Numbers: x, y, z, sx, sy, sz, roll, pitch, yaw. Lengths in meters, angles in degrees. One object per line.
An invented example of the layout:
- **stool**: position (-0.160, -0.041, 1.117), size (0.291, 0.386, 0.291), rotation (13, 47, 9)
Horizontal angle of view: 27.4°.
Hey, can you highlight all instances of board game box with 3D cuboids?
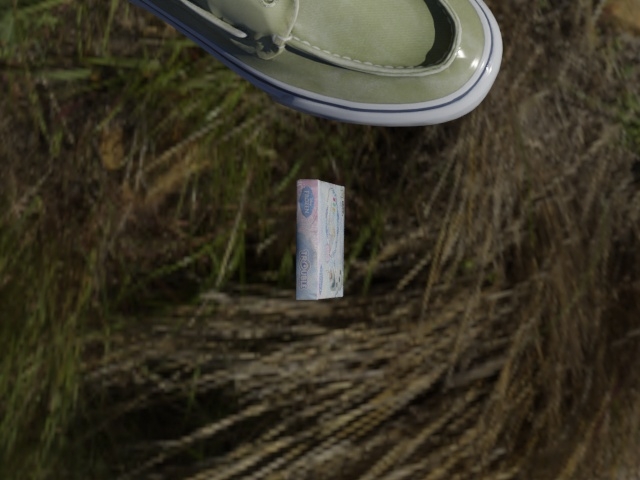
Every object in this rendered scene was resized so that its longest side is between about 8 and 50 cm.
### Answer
- **board game box**: position (0.000, 0.000, 1.017), size (0.020, 0.090, 0.090), rotation (0, 89, 12)

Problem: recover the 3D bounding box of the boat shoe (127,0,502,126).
- **boat shoe**: position (-0.045, -0.148, 0.719), size (0.302, 0.094, 0.109), rotation (23, 86, 8)
